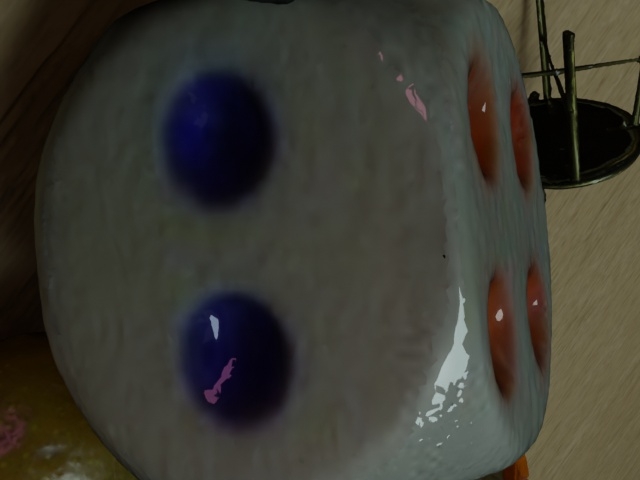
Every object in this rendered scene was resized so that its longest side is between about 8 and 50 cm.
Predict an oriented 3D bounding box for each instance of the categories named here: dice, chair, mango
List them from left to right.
[{"bbox_3d":[-0.222,0.208,0.655,0.176,0.175,0.329,23,102,-9],"label":"mango"},{"bbox_3d":[0.000,0.000,0.590,0.259,0.243,0.251,-3,87,-66],"label":"dice"},{"bbox_3d":[0.208,-0.096,0.928,0.160,0.170,0.325,-37,135,-28],"label":"chair"}]

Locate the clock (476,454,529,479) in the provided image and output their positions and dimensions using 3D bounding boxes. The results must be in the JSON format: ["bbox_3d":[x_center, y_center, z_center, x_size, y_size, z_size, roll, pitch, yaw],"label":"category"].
[{"bbox_3d":[0.099,0.251,0.986,0.220,0.255,0.106,-44,144,-15],"label":"clock"}]

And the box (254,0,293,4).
[{"bbox_3d":[-0.090,-0.274,0.334,0.251,0.204,0.345,-17,133,-61],"label":"box"}]
